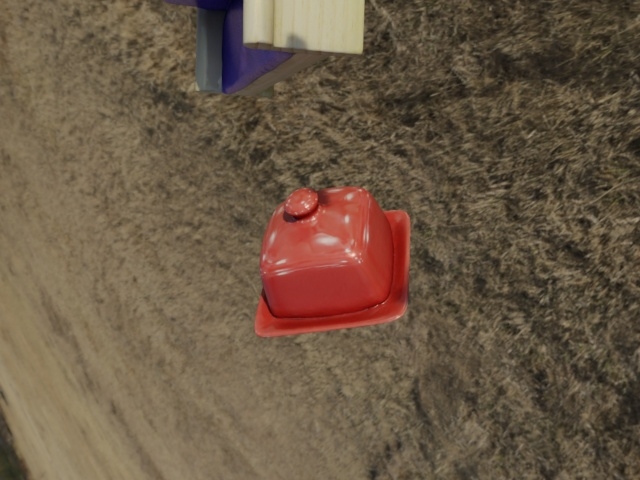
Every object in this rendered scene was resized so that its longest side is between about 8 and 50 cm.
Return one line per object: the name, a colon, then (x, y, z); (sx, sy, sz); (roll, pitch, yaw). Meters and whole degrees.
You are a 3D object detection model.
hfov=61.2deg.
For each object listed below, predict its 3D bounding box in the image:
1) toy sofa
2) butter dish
toy sofa: (-0.095, -0.265, 0.632); (0.362, 0.176, 0.150); (-159, 69, -68)
butter dish: (0.000, 0.000, 0.536); (0.160, 0.160, 0.118); (-10, 130, 19)
